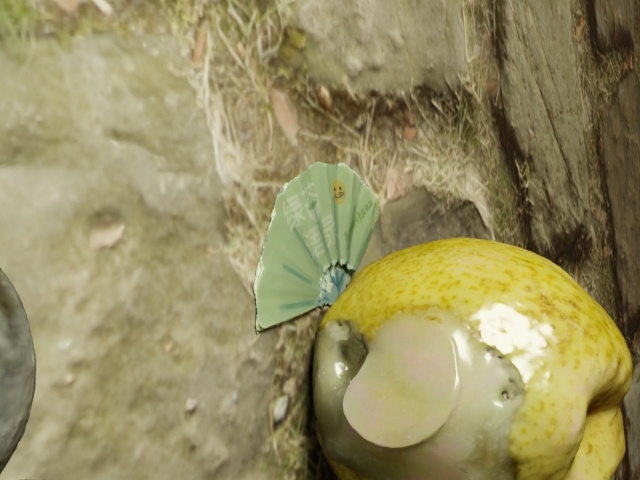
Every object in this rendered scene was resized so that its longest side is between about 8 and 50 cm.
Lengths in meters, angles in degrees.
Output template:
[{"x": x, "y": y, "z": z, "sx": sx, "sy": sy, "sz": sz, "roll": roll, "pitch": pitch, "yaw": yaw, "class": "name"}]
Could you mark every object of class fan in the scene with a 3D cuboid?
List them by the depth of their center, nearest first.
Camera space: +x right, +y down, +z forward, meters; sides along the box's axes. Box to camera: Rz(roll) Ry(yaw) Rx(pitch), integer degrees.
[{"x": 0.000, "y": 0.000, "z": 0.765, "sx": 0.240, "sy": 0.009, "sz": 0.131, "roll": -44, "pitch": 122, "yaw": -51, "class": "fan"}]

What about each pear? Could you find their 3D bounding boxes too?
[{"x": 0.127, "y": 0.126, "z": 0.738, "sx": 0.271, "sy": 0.271, "sz": 0.271, "roll": 5, "pitch": 84, "yaw": -59, "class": "pear"}]

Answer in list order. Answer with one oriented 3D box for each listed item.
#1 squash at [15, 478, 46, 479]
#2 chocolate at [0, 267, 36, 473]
[{"x": -0.111, "y": 0.198, "z": 0.433, "sx": 0.170, "sy": 0.170, "sz": 0.123, "roll": 46, "pitch": 62, "yaw": -48, "class": "squash"}, {"x": -0.186, "y": 0.114, "z": 0.356, "sx": 0.110, "sy": 0.110, "sz": 0.248, "roll": 30, "pitch": 67, "yaw": -54, "class": "chocolate"}]
